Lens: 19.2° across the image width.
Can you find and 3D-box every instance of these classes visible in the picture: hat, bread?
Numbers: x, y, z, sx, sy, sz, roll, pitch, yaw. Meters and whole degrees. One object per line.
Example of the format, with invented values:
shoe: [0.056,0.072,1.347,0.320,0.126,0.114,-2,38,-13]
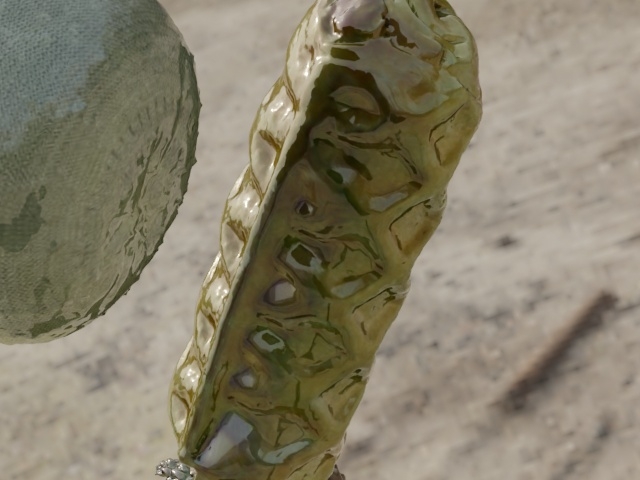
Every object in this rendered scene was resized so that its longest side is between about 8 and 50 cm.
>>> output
hat: [-0.118,-0.036,0.687,0.130,0.257,0.257,24,35,17]
bread: [0.000,0.001,0.893,0.087,0.269,0.098,8,31,-23]

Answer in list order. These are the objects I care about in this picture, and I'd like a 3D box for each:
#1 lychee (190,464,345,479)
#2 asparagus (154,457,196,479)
lychee: [-0.049,0.266,1.484,0.200,0.238,0.200,7,10,-1]
asparagus: [-0.049,0.157,1.131,0.248,0.024,0.025,4,73,65]
